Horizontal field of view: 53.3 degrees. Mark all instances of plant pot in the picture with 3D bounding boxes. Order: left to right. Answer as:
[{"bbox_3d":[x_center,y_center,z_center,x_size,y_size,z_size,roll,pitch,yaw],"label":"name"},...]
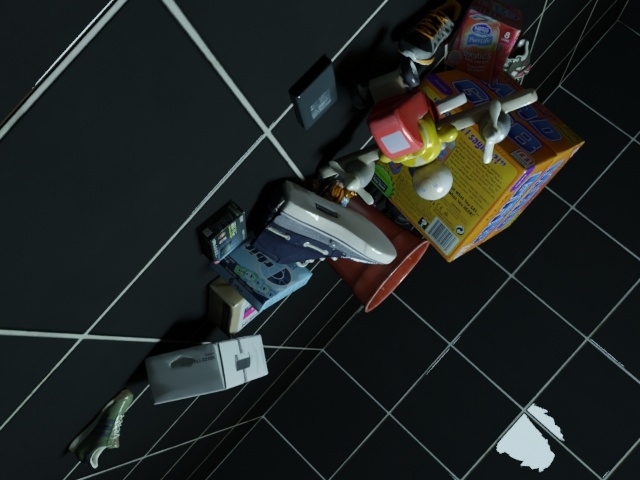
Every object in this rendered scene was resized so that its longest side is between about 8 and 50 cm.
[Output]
[{"bbox_3d":[0.127,0.017,1.838,0.272,0.265,0.272,-44,165,-15],"label":"plant pot"}]

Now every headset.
[{"bbox_3d":[0.296,-0.167,2.070,0.394,0.185,0.243,-33,175,-34],"label":"headset"}]

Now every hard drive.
[{"bbox_3d":[-0.009,-0.270,1.183,0.094,0.022,0.135,-46,166,-7],"label":"hard drive"}]

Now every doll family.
[{"bbox_3d":[0.020,-0.079,1.568,0.163,0.118,0.263,-53,165,16],"label":"doll family"}]

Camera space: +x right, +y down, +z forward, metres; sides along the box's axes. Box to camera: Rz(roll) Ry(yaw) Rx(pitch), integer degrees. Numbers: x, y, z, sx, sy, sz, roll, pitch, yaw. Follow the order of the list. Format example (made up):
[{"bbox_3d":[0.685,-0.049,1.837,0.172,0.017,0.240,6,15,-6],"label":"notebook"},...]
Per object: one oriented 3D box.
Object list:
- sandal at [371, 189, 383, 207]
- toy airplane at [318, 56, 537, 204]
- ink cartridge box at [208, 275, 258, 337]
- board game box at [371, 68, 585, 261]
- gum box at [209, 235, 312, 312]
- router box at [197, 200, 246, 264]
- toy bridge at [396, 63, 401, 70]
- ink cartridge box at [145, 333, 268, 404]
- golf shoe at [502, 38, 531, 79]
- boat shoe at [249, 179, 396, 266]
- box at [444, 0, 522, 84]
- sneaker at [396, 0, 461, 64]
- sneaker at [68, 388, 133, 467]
[{"bbox_3d":[0.163,-0.107,2.069,0.179,0.040,0.067,-47,167,-7],"label":"sandal"},{"bbox_3d":[0.219,-0.219,1.395,0.384,0.273,0.386,-15,176,-21],"label":"toy airplane"},{"bbox_3d":[-0.166,0.109,1.584,0.234,0.088,0.193,-41,163,-28],"label":"ink cartridge box"},{"bbox_3d":[0.421,-0.228,1.775,0.356,0.357,0.356,-24,155,-42],"label":"board game box"},{"bbox_3d":[-0.130,0.066,1.434,0.184,0.157,0.041,-28,156,-54],"label":"gum box"},{"bbox_3d":[-0.195,-0.013,1.278,0.092,0.038,0.122,-43,165,-20],"label":"router box"},{"bbox_3d":[0.198,-0.392,1.460,0.188,0.026,0.063,-54,163,24],"label":"toy bridge"},{"bbox_3d":[-0.274,0.313,1.578,0.196,0.114,0.273,-15,171,14],"label":"ink cartridge box"},{"bbox_3d":[0.605,-0.560,2.116,0.273,0.105,0.120,-48,151,-25],"label":"golf shoe"},{"bbox_3d":[0.000,0.000,1.443,0.158,0.340,0.127,-49,-152,27],"label":"boat shoe"},{"bbox_3d":[0.370,-0.459,1.435,0.257,0.122,0.128,-59,172,-58],"label":"box"},{"bbox_3d":[0.230,-0.440,1.334,0.215,0.084,0.083,-50,171,-40],"label":"sneaker"},{"bbox_3d":[-0.496,0.449,1.504,0.192,0.086,0.064,-47,166,-6],"label":"sneaker"}]
